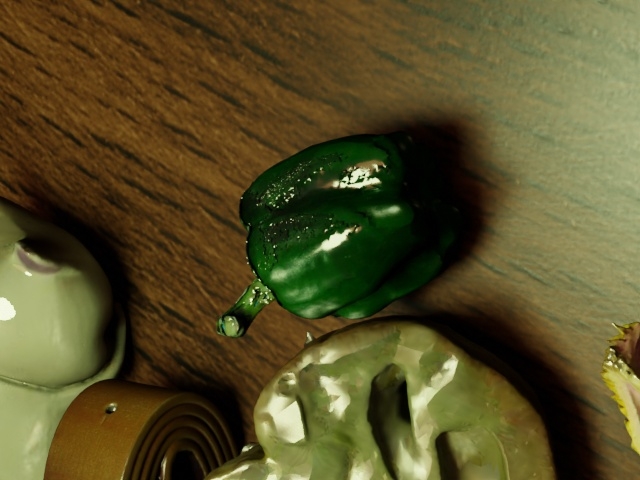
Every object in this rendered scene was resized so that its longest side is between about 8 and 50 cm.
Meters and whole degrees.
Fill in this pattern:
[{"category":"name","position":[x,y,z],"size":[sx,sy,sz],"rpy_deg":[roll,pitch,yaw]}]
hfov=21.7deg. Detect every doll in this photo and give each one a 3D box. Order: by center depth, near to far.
[{"category":"doll","position":[-0.336,0.147,1.818],"size":[0.215,0.226,0.370],"rpy_deg":[48,119,55]}]

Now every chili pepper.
[{"category":"chili pepper","position":[0.000,0.000,1.554],"size":[0.261,0.174,0.165],"rpy_deg":[-24,84,33]}]

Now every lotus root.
[{"category":"lotus root","position":[0.070,0.268,1.541],"size":[0.375,0.111,0.390],"rpy_deg":[23,98,2]}]

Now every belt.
[{"category":"belt","position":[-0.176,0.314,1.728],"size":[0.122,0.217,0.338],"rpy_deg":[7,107,35]}]

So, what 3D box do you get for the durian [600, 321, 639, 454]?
[{"category":"durian","position":[0.326,0.149,1.372],"size":[0.182,0.132,0.165],"rpy_deg":[4,79,31]}]
